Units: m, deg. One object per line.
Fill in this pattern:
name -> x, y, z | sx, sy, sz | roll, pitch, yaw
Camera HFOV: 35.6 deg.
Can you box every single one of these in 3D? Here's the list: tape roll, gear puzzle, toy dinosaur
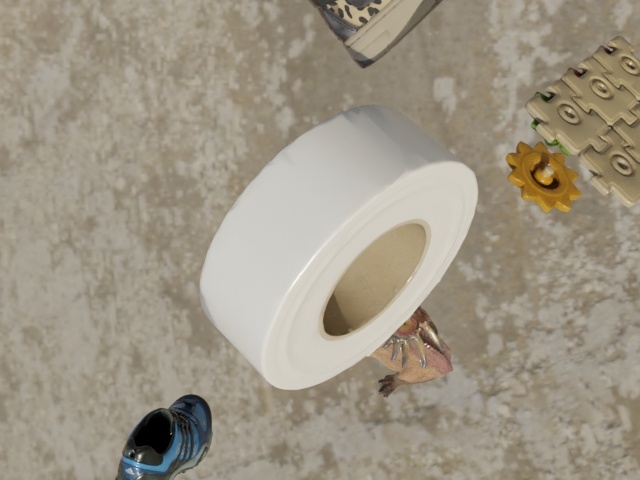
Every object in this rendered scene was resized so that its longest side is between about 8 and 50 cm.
tape roll -> 0.022, 0.011, 0.977 | 0.100, 0.286, 0.286 | 42, 126, 26
gear puzzle -> 0.310, -0.108, 1.104 | 0.175, 0.339, 0.044 | 46, 139, 9
toy dinosaur -> 0.128, 0.152, 1.453 | 0.200, 0.295, 0.127 | -14, 58, 41

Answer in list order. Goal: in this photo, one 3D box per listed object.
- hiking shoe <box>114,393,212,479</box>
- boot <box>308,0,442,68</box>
hiking shoe -> -0.262, 0.346, 1.770 | 0.113, 0.304, 0.132 | 16, 115, 8
boot -> 0.058, -0.375, 0.940 | 0.284, 0.138, 0.377 | 42, 134, -5
